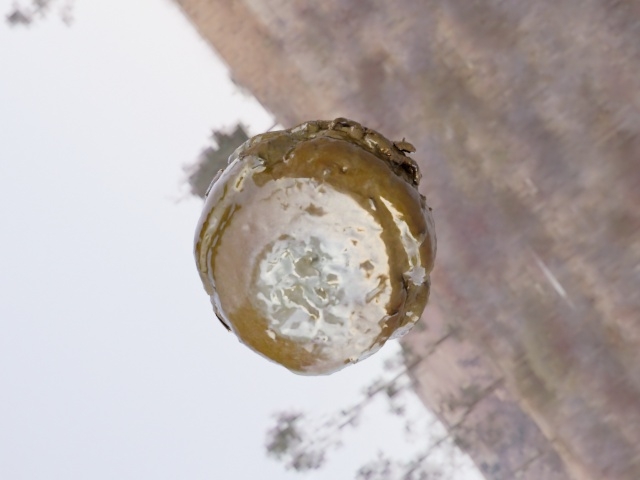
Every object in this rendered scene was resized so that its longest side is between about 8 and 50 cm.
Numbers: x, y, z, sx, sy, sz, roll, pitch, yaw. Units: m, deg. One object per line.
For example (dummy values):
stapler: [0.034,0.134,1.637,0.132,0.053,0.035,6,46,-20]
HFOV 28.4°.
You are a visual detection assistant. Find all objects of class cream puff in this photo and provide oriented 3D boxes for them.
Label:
cream puff: [0.000,0.000,0.772,0.150,0.165,0.115,34,-155,-10]
